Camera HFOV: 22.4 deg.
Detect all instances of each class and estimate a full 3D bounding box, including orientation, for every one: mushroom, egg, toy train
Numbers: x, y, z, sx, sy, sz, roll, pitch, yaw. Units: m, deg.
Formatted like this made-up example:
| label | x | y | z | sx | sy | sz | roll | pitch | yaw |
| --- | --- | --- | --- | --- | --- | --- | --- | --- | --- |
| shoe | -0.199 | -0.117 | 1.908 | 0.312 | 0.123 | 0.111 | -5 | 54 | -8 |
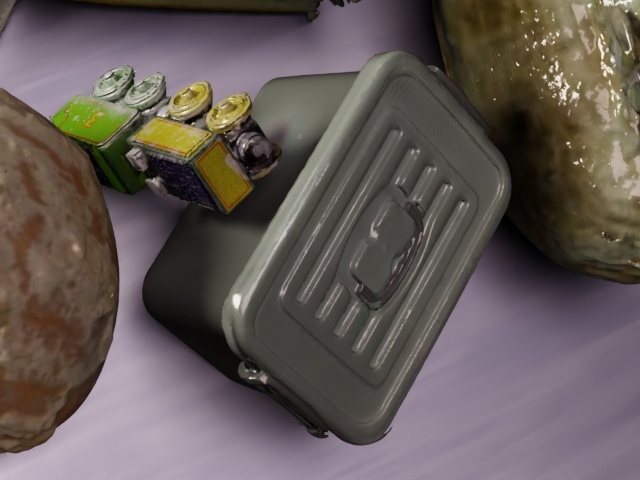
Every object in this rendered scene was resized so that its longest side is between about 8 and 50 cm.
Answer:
| label | x | y | z | sx | sy | sz | roll | pitch | yaw |
| --- | --- | --- | --- | --- | --- | --- | --- | --- | --- |
| mushroom | 0.163 | -0.123 | 1.114 | 0.130 | 0.247 | 0.344 | -20 | 98 | -6 |
| egg | -0.224 | 0.015 | 0.999 | 0.203 | 0.203 | 0.245 | -25 | 97 | -18 |
| toy train | -0.106 | -0.065 | 1.054 | 0.081 | 0.202 | 0.060 | -45 | 124 | -19 |

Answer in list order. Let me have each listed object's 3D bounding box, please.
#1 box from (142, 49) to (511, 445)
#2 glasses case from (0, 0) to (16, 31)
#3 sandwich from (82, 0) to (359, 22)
| label | x | y | z | sx | sy | sz | roll | pitch | yaw |
| --- | --- | --- | --- | --- | --- | --- | --- | --- | --- |
| box | 0.000 | 0.000 | 1.073 | 0.163 | 0.135 | 0.243 | 42 | 68 | -36 |
| glasses case | -0.341 | -0.221 | 1.071 | 0.308 | 0.083 | 0.128 | 12 | 76 | -13 |
| sandwich | -0.090 | -0.220 | 1.109 | 0.235 | 0.122 | 0.128 | -1 | 78 | -22 |
